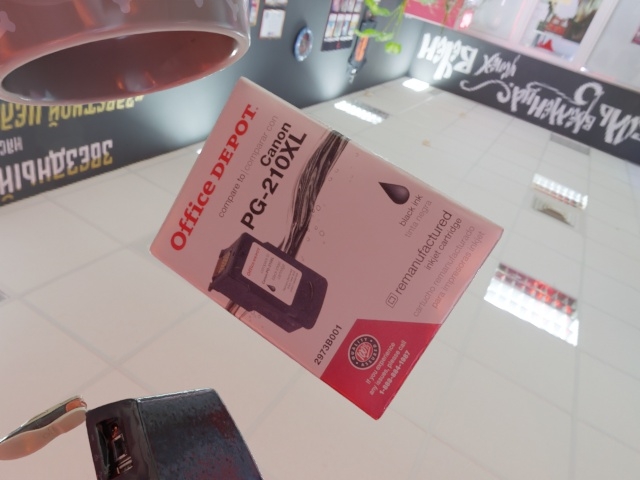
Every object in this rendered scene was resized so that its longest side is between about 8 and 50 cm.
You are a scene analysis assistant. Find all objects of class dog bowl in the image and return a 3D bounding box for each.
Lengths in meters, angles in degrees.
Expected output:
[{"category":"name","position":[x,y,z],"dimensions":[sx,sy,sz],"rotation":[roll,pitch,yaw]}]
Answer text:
[{"category":"dog bowl","position":[-0.244,-0.252,0.564],"dimensions":[0.348,0.102,0.349],"rotation":[-14,-169,3]}]

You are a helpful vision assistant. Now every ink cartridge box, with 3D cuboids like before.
[{"category":"ink cartridge box","position":[0.000,0.000,0.401],"dimensions":[0.237,0.172,0.100],"rotation":[33,-171,12]}]

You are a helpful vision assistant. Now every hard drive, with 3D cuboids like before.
[{"category":"hard drive","position":[-0.105,0.257,0.430],"dimensions":[0.255,0.054,0.172],"rotation":[59,-168,22]}]

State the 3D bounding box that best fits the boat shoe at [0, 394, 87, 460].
[{"category":"boat shoe","position":[-0.440,0.294,0.739],"dimensions":[0.136,0.049,0.043],"rotation":[-26,-139,-25]}]
